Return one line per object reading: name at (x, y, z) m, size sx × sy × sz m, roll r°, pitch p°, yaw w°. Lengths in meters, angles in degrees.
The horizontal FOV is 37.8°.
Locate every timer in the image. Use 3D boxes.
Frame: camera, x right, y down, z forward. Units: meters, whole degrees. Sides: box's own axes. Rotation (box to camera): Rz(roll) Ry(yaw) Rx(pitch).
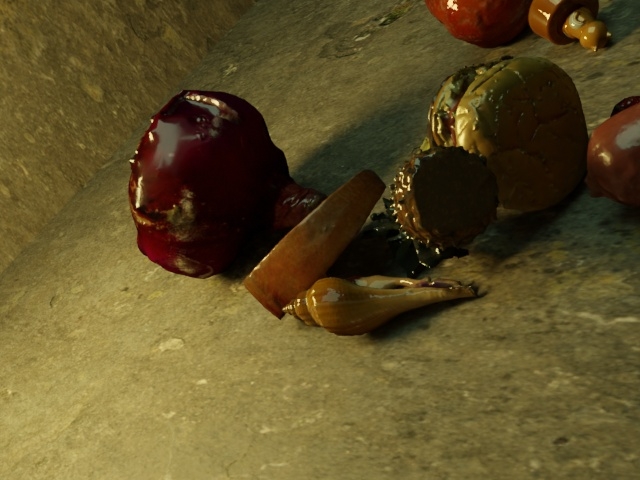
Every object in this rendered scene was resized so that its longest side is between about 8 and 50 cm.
timer at (0.484, -0.404, 1.743) m, size 0.132 × 0.132 × 0.152 m, roll -37°, pitch 50°, yaw 6°

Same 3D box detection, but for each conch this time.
conch at (0.086, 0.104, 1.464) m, size 0.330 × 0.093 × 0.109 m, roll 0°, pitch 4°, yaw 24°

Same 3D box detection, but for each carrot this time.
carrot at (0.000, 0.000, 1.645) m, size 0.307 × 0.100 × 0.258 m, roll -45°, pitch 2°, yaw 0°

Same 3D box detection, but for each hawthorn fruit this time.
hawthorn fruit at (0.354, -0.544, 1.936) m, size 0.272 × 0.242 × 0.242 m, roll -53°, pitch 13°, yaw 38°

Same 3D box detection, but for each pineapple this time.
pineapple at (0.164, -0.034, 1.436) m, size 0.165 × 0.165 × 0.364 m, roll -46°, pitch -4°, yaw -13°

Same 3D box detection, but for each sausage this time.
sausage at (0.472, -0.130, 1.246) m, size 0.254 × 0.148 × 0.148 m, roll -25°, pitch 29°, yaw 25°

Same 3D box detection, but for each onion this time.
onion at (-0.172, -0.101, 1.948) m, size 0.420 × 0.398 × 0.398 m, roll 13°, pitch 42°, yaw 6°

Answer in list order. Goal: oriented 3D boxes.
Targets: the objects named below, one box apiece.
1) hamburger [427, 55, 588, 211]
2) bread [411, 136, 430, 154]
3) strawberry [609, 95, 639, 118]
hamburger at (0.296, -0.167, 1.443) m, size 0.244 × 0.244 × 0.163 m, roll -43°, pitch 16°, yaw -7°
bread at (0.193, -0.132, 1.696) m, size 0.080 × 0.084 × 0.109 m, roll -33°, pitch 26°, yaw 11°
strawberry at (0.472, -0.163, 1.365) m, size 0.106 × 0.106 × 0.106 m, roll -31°, pitch 26°, yaw 17°
